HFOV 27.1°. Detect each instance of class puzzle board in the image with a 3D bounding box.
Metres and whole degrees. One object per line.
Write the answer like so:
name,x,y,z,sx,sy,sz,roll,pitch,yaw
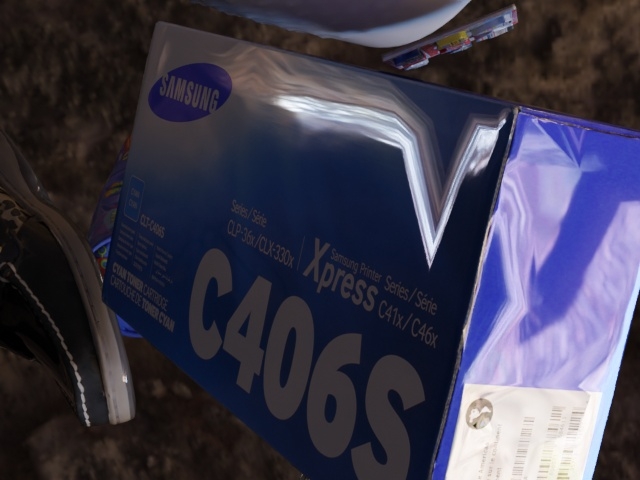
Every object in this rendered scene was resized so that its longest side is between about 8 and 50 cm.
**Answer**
puzzle board,0.096,-0.143,0.955,0.096,0.128,0.011,-20,-88,10

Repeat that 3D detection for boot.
boot,-0.336,0.053,1.079,0.284,0.138,0.377,-21,-131,-22

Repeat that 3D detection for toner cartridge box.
toner cartridge box,0.000,0.000,0.605,0.075,0.165,0.348,9,-172,-29

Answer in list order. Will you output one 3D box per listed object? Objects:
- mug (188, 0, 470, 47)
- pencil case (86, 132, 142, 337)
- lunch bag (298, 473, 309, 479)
mug,-0.068,-0.345,1.007,0.328,0.276,0.374,5,-127,-40
pencil case,-0.171,-0.023,1.400,0.133,0.119,0.306,-20,-154,11
lunch bag,0.061,0.326,1.051,0.256,0.212,0.305,22,-110,-2
